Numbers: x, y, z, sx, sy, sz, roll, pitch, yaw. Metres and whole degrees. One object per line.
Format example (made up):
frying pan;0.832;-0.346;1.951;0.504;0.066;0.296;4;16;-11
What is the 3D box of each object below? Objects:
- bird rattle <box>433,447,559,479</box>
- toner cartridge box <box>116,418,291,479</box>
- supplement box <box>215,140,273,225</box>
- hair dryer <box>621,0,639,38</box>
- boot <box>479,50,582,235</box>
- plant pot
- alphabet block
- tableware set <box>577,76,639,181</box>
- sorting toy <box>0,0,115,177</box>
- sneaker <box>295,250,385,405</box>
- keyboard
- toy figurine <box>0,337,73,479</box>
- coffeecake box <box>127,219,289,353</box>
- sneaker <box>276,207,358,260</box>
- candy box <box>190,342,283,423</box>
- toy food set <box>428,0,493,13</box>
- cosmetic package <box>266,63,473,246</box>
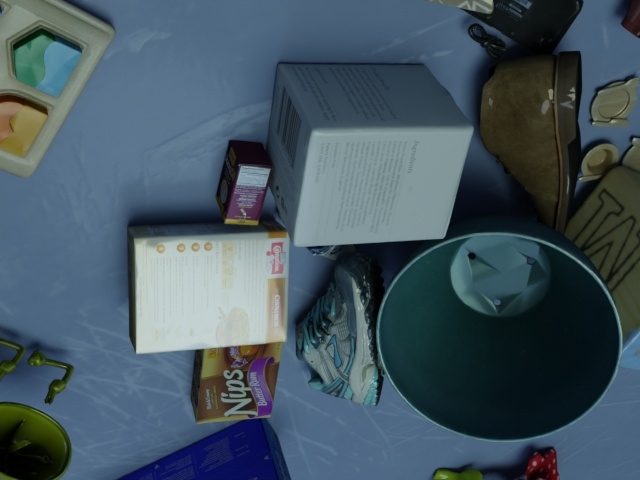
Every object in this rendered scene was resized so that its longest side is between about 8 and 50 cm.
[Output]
bird rattle;0.306;0.458;1.622;0.253;0.143;0.207;-13;143;-27
toner cartridge box;-0.210;0.398;1.326;0.348;0.165;0.075;-25;132;1
supplement box;-0.089;-0.066;1.072;0.043;0.055;0.083;3;125;-22
hair dryer;0.368;-0.360;1.012;0.224;0.080;0.293;-9;125;7
boot;0.268;-0.112;1.160;0.115;0.112;0.305;2;140;18
plant pot;0.229;0.083;1.188;0.290;0.195;0.290;5;115;11
alphabet block;0.448;0.046;1.251;0.192;0.197;0.193;15;121;-38
tableware set;0.410;-0.141;1.218;0.141;0.020;0.168;-6;128;-16
sorting toy;-0.333;-0.167;0.913;0.193;0.038;0.208;24;116;-33
sneaker;0.021;0.125;1.222;0.122;0.110;0.283;4;135;9
keyboard;0.209;-0.263;1.047;0.180;0.023;0.108;21;111;-31
toy figurine;-0.500;0.206;1.081;0.362;0.191;0.217;29;127;-34
coffeecake box;-0.135;0.054;1.112;0.185;0.068;0.142;-2;105;-18
sneaker;0.000;0.000;1.155;0.052;0.058;0.135;-44;129;16
candy box;-0.113;0.164;1.248;0.109;0.053;0.186;-2;126;-18
toy food set;0.129;-0.349;0.926;0.128;0.071;0.218;6;126;5
cosmetic package;0.047;-0.099;1.031;0.184;0.151;0.151;-2;128;-17
